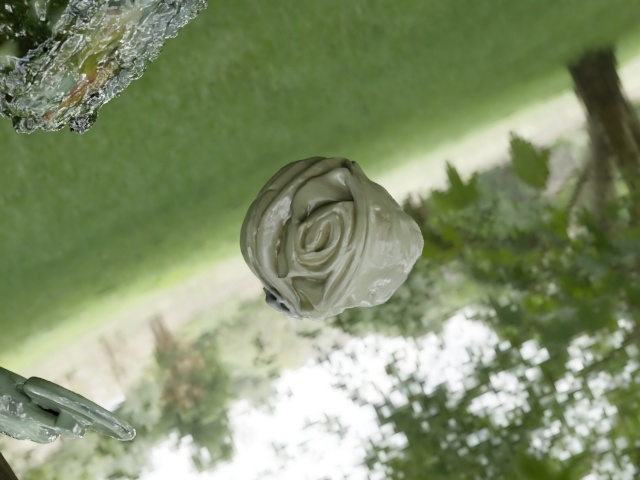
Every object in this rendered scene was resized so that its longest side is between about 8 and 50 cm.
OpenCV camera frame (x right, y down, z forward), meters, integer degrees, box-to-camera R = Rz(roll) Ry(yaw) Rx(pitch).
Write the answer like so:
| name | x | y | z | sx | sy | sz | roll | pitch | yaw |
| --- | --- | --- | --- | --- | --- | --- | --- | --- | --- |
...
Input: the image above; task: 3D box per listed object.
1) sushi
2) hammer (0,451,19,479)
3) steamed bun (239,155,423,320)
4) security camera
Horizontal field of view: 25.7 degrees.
| name | x | y | z | sx | sy | sz | roll | pitch | yaw |
| --- | --- | --- | --- | --- | --- | --- | --- | --- | --- |
| sushi | -0.320 | -0.297 | 1.809 | 0.352 | 0.178 | 0.294 | -43 | 170 | 26 |
| hammer | -0.361 | 0.125 | 1.289 | 0.111 | 0.365 | 0.043 | -18 | 137 | -31 |
| steamed bun | -0.002 | 0.001 | 1.789 | 0.211 | 0.218 | 0.144 | -42 | 168 | 9 |
| security camera | -0.368 | 0.226 | 1.837 | 0.301 | 0.157 | 0.080 | 7 | -116 | 44 |
